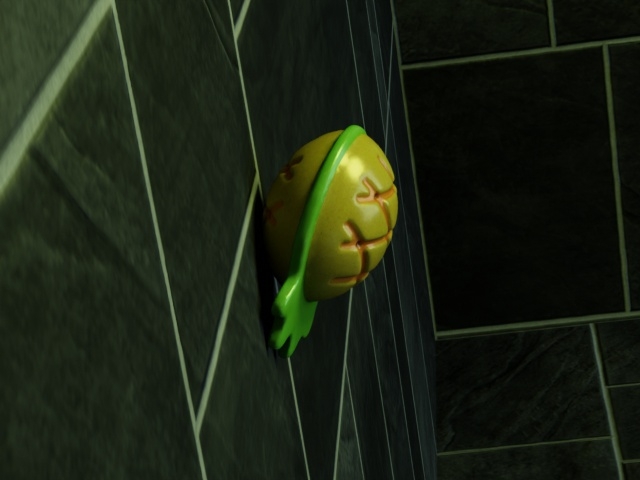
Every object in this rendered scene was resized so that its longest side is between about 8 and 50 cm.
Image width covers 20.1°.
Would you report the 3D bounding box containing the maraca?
[{"bbox_3d":[0.000,0.000,1.384,0.127,0.099,0.185,48,62,-71],"label":"maraca"}]
